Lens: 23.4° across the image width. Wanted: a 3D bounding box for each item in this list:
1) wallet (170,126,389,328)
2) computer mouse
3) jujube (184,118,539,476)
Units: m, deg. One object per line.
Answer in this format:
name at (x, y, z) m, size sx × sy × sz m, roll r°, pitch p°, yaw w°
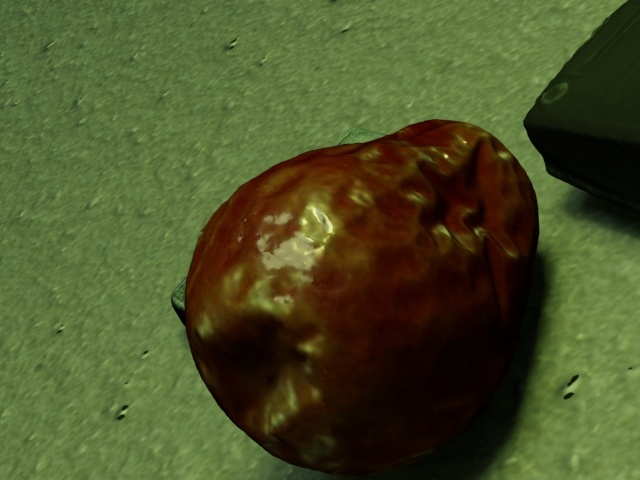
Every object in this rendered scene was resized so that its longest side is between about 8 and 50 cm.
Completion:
wallet at (0.001, 0.002, 1.131) m, size 0.222 × 0.036 × 0.167 m, roll -44°, pitch 29°, yaw -19°
computer mouse at (0.250, -0.082, 0.914) m, size 0.170 × 0.100 × 0.269 m, roll -43°, pitch 23°, yaw -11°
jujube at (0.037, 0.022, 0.913) m, size 0.190 × 0.190 × 0.255 m, roll -6°, pitch 28°, yaw 43°
